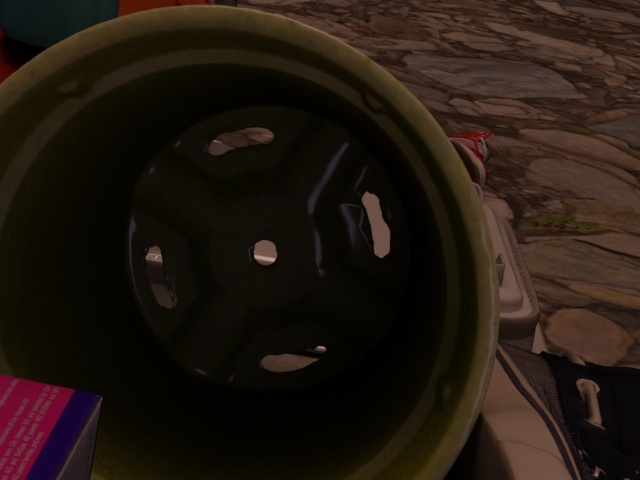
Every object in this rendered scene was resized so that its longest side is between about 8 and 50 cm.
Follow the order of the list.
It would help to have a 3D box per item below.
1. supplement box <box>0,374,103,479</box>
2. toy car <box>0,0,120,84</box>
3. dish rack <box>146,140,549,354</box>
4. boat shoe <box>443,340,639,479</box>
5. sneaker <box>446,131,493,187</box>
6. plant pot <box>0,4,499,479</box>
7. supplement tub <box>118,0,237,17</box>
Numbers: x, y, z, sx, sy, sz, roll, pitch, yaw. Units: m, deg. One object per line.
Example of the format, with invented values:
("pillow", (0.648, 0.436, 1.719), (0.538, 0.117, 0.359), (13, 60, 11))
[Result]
("supplement box", (-0.215, 0.111, 0.703), (0.220, 0.111, 0.114), (11, 19, 3))
("toy car", (-0.268, -0.072, 1.042), (0.238, 0.219, 0.210), (-7, 26, -42))
("dish rack", (0.000, 0.000, 1.226), (0.333, 0.072, 0.285), (9, 19, -3))
("boat shoe", (0.143, 0.132, 0.821), (0.158, 0.127, 0.340), (5, 19, -6))
("sneaker", (0.143, -0.075, 1.568), (0.067, 0.042, 0.118), (-1, 19, -23))
("plant pot", (-0.044, 0.017, 0.900), (0.276, 0.276, 0.254), (13, 8, 4))
("supplement tub", (-0.169, -0.176, 1.336), (0.207, 0.207, 0.338), (9, 5, -5))
